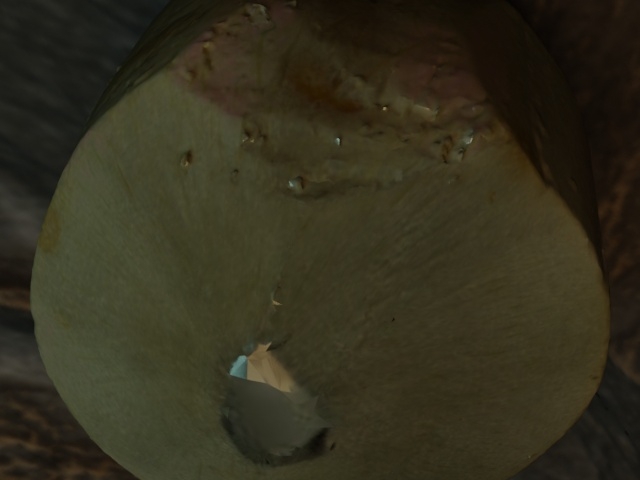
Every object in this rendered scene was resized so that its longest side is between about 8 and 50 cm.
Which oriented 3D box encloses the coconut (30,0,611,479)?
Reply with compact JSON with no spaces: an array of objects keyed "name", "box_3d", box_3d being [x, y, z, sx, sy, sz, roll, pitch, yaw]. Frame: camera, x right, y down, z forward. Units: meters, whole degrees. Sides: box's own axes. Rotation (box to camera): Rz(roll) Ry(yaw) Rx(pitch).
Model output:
[{"name":"coconut","box_3d":[0.003,0.002,0.604,0.241,0.241,0.241,2,123,2]}]
